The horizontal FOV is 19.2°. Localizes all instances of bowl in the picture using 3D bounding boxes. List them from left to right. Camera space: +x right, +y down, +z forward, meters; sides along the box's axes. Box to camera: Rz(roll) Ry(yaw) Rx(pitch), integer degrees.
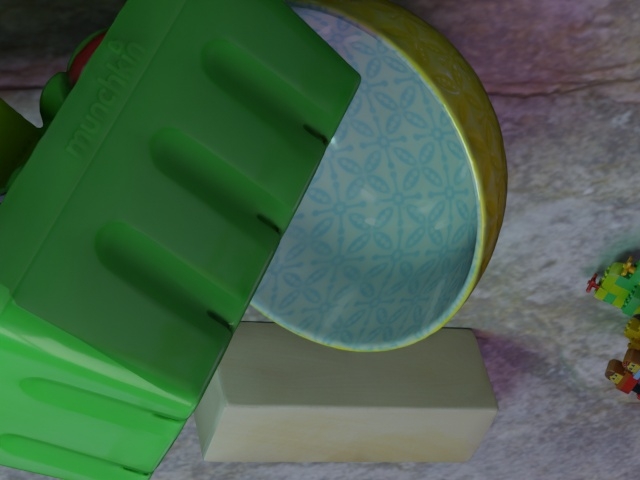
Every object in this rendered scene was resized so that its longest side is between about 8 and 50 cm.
[{"bbox_3d":[0.035,-0.076,1.467,0.156,0.289,0.289,-39,163,-48],"label":"bowl"}]

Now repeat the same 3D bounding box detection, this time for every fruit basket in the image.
[{"bbox_3d":[-0.209,-0.046,1.282,0.392,0.392,0.283,1,153,-19],"label":"fruit basket"}]

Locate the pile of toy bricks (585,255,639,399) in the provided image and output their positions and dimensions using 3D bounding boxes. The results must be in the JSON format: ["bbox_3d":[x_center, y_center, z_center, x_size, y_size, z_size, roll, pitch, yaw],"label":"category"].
[{"bbox_3d":[0.303,0.054,1.781,0.105,0.118,0.212,26,143,2],"label":"pile of toy bricks"}]

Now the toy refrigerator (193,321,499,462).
[{"bbox_3d":[0.019,0.146,1.781,0.270,0.102,0.094,3,137,-21],"label":"toy refrigerator"}]

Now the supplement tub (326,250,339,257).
[{"bbox_3d":[0.000,0.000,1.604,0.071,0.107,0.071,-9,140,-8],"label":"supplement tub"}]
